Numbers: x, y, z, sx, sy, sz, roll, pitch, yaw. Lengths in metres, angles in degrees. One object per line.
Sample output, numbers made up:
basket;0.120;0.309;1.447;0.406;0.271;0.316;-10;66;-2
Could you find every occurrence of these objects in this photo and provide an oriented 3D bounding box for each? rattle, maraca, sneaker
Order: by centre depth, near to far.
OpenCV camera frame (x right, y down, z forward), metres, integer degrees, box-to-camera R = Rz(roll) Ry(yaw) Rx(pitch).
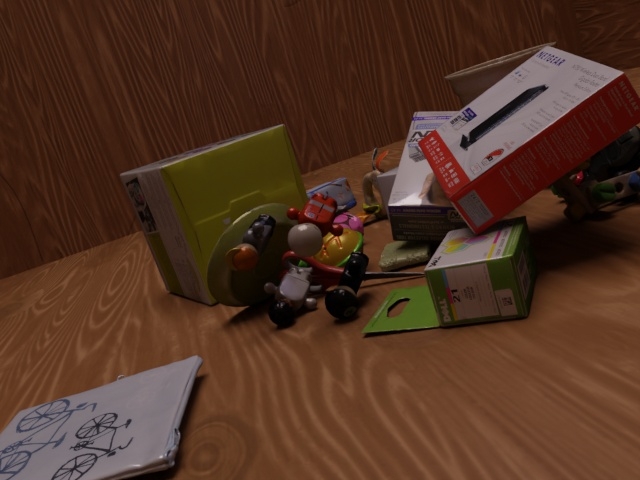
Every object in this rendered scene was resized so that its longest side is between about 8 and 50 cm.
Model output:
sneaker;0.633;-0.184;1.295;0.130;0.087;0.227;-13;-20;2
maraca;0.016;0.029;1.349;0.185;0.099;0.127;-13;32;44
rattle;0.117;-0.140;1.702;0.142;0.200;0.130;-12;48;-7

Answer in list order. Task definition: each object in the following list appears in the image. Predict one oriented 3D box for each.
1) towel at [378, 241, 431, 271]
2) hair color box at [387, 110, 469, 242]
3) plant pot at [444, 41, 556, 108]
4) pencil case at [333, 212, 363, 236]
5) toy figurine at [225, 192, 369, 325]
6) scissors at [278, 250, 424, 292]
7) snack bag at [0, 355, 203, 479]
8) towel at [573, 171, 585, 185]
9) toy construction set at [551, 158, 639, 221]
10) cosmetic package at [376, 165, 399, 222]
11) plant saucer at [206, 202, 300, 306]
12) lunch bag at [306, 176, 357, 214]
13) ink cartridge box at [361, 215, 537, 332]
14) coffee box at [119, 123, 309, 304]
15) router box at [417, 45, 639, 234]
towel;0.179;0.025;1.307;0.109;0.027;0.148;-14;12;14
hair color box;0.269;-0.146;1.355;0.185;0.110;0.339;2;46;19
plant pot;0.583;-0.403;1.932;0.333;0.306;0.334;-18;12;4
pencil case;0.000;0.000;1.511;0.209;0.095;0.098;-22;25;-31
toy figurine;-0.036;0.044;1.123;0.209;0.213;0.148;-15;29;28
scissors;0.058;0.075;1.234;0.296;0.109;0.021;7;43;11
snack bag;-0.338;0.283;0.910;0.342;0.037;0.323;-19;13;1
towel;0.571;-0.225;1.537;0.198;0.031;0.274;-26;44;-28
toy construction set;0.481;-0.114;1.156;0.237;0.258;0.308;-40;32;-16
cosmetic package;0.309;-0.149;1.621;0.224;0.138;0.224;-26;15;-38
plant saucer;-0.118;0.040;1.277;0.240;0.241;0.037;-26;45;-33
lunch bag;-0.035;-0.090;1.850;0.243;0.115;0.303;-23;5;-26
ink cartridge box;0.195;0.056;0.992;0.255;0.097;0.189;-11;14;26
coffee box;-0.249;-0.071;1.601;0.337;0.339;0.334;-25;15;-29
router box;0.331;-0.186;1.077;0.301;0.082;0.335;-37;18;14
